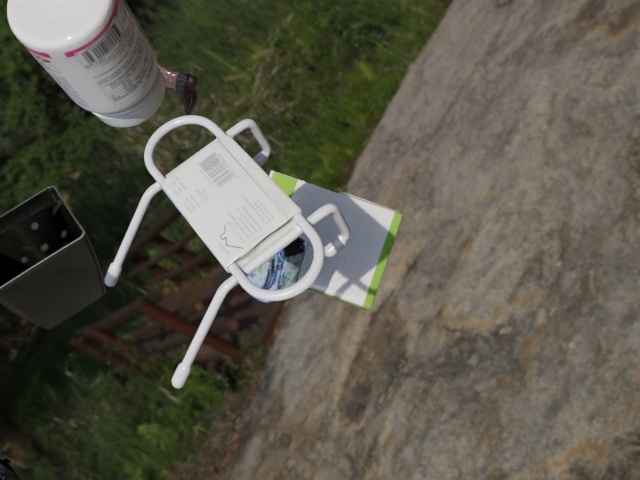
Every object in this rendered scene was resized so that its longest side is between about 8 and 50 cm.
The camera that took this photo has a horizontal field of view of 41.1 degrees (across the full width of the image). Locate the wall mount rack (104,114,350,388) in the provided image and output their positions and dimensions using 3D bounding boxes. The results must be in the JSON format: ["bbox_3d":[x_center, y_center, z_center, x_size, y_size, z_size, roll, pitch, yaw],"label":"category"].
[{"bbox_3d":[-0.142,0.005,1.126,0.304,0.130,0.350,-38,56,-7],"label":"wall mount rack"}]

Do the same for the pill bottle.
[{"bbox_3d":[-0.350,-0.297,1.333,0.160,0.160,0.283,-61,-16,-13],"label":"pill bottle"}]

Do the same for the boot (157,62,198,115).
[{"bbox_3d":[-0.310,-0.314,1.764,0.037,0.114,0.106,-62,-12,-49],"label":"boot"}]

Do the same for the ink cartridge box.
[{"bbox_3d":[0.000,0.000,1.589,0.097,0.255,0.188,108,-178,-83],"label":"ink cartridge box"}]

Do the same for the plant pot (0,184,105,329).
[{"bbox_3d":[-0.501,0.046,1.554,0.187,0.167,0.188,-34,46,-12],"label":"plant pot"}]

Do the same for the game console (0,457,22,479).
[{"bbox_3d":[-0.673,0.351,1.482,0.213,0.361,0.044,81,-150,-60],"label":"game console"}]

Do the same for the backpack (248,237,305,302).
[{"bbox_3d":[-0.088,0.040,1.364,0.105,0.084,0.114,32,125,36],"label":"backpack"}]
